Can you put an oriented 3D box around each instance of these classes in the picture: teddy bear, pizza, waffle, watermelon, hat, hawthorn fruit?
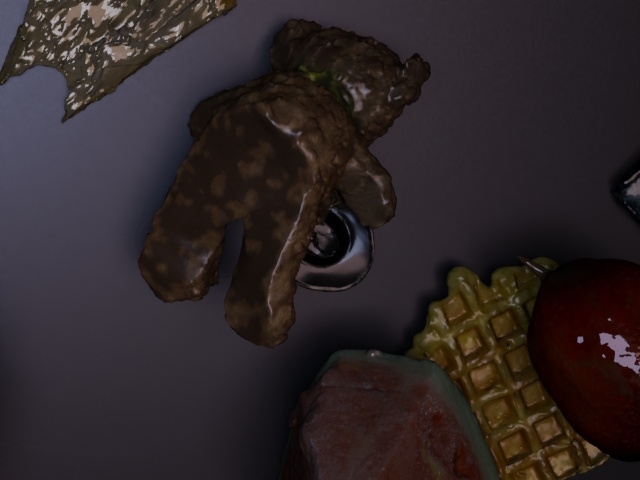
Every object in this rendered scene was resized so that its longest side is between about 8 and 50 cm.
[{"bbox_3d":[-0.035,-0.067,1.292,0.246,0.222,0.296,25,109,24],"label":"teddy bear"},{"bbox_3d":[-0.219,-0.235,1.287,0.262,0.034,0.181,-43,106,-2],"label":"pizza"},{"bbox_3d":[0.234,0.170,1.448,0.312,0.060,0.307,8,98,-11],"label":"waffle"},{"bbox_3d":[0.089,0.269,1.304,0.251,0.292,0.283,-2,111,-12],"label":"watermelon"},{"bbox_3d":[0.000,0.000,1.367,0.121,0.050,0.121,0,90,-3],"label":"hat"},{"bbox_3d":[0.301,0.101,1.344,0.189,0.189,0.251,-39,83,-3],"label":"hawthorn fruit"}]

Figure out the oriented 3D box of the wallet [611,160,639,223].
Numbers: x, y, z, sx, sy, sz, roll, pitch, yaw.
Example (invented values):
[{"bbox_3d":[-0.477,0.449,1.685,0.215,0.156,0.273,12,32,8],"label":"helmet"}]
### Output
[{"bbox_3d":[0.518,0.011,1.488,0.191,0.046,0.379,-45,105,-3],"label":"wallet"}]
